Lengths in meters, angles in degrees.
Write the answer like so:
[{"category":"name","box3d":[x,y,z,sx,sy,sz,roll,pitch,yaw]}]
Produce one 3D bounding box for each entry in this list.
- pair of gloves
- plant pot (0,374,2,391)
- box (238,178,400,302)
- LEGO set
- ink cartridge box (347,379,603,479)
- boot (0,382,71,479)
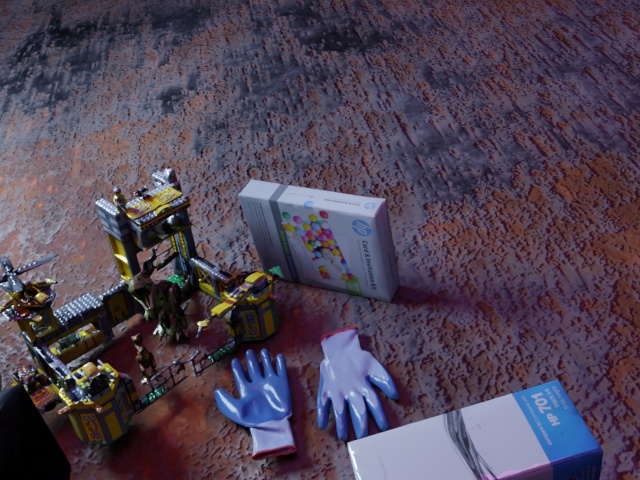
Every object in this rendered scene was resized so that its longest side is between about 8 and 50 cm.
[{"category":"pair of gloves","box3d":[-0.018,0.169,0.817,0.198,0.023,0.159,-15,37,-4]},{"category":"plant pot","box3d":[-0.510,0.141,0.811,0.243,0.275,0.275,28,53,26]},{"category":"box","box3d":[0.000,0.000,0.918,0.186,0.145,0.038,10,46,25]},{"category":"LEGO set","box3d":[-0.219,0.051,0.856,0.331,0.192,0.255,-26,39,-25]},{"category":"ink cartridge box","box3d":[0.130,0.214,0.626,0.190,0.140,0.082,-15,40,-3]},{"category":"boot","box3d":[-0.419,0.290,0.476,0.445,0.146,0.367,-13,34,3]}]
